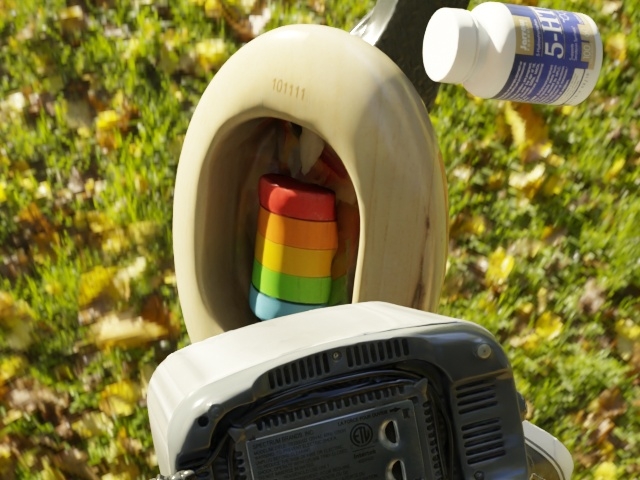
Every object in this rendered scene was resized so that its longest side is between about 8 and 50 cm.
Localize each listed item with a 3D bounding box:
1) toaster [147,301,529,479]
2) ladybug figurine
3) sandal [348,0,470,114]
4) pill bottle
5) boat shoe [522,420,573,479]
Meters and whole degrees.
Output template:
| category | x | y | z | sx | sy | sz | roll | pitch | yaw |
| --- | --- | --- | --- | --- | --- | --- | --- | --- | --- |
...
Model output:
| category | x | y | z | sx | sy | sz | roll | pitch | yaw |
| --- | --- | --- | --- | --- | --- | --- | --- | --- | --- |
| toaster | -0.007 | 0.110 | 0.703 | 0.227 | 0.146 | 0.129 | -14 | 99 | -14 |
| ladybug figurine | 0.000 | 0.000 | 1.277 | 0.305 | 0.449 | 0.162 | 22 | 26 | 28 |
| sandal | 0.100 | -0.270 | 1.814 | 0.168 | 0.107 | 0.445 | 29 | 86 | -35 |
| pill bottle | 0.221 | -0.218 | 1.466 | 0.187 | 0.112 | 0.112 | 2 | 65 | -23 |
| boat shoe | 0.204 | 0.258 | 1.514 | 0.108 | 0.301 | 0.102 | -3 | 59 | 39 |
